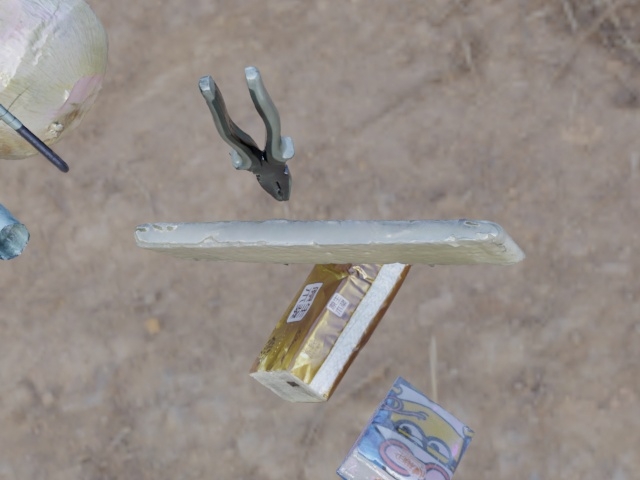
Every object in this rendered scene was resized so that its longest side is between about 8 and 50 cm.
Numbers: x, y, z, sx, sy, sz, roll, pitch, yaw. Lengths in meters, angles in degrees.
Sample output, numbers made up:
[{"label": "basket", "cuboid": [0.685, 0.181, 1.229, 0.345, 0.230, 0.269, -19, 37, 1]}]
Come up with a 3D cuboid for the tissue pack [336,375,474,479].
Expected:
[{"label": "tissue pack", "cuboid": [0.100, 0.239, 1.542, 0.115, 0.065, 0.155, 36, 32, 3]}]

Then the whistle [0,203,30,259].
[{"label": "whistle", "cuboid": [-0.521, -0.075, 1.923, 0.062, 0.062, 0.312, -32, 52, -29]}]

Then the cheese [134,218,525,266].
[{"label": "cheese", "cuboid": [-0.001, 0.002, 1.343, 0.400, 0.085, 0.034, 0, 77, 26]}]

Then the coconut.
[{"label": "coconut", "cuboid": [-0.452, -0.263, 2.022, 0.254, 0.297, 0.297, 25, 45, 15]}]

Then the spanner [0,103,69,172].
[{"label": "spanner", "cuboid": [-0.445, -0.190, 1.781, 0.024, 0.316, 0.087, -49, 26, -6]}]

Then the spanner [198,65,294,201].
[{"label": "spanner", "cuboid": [-0.092, -0.141, 1.944, 0.095, 0.325, 0.040, -11, 60, 8]}]

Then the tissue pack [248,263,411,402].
[{"label": "tissue pack", "cuboid": [0.014, 0.106, 1.833, 0.226, 0.092, 0.183, -59, 15, -16]}]
